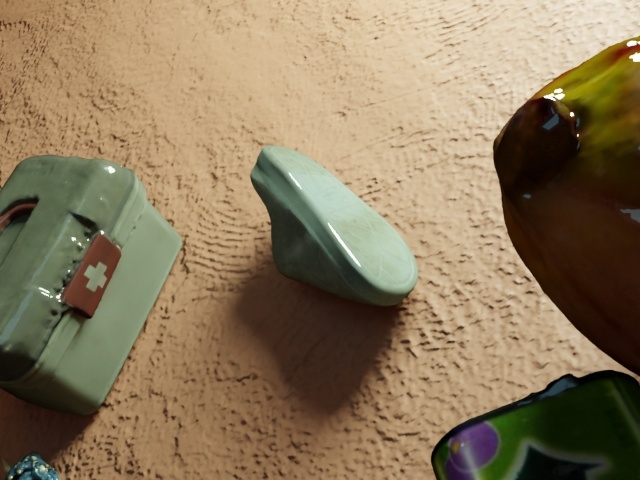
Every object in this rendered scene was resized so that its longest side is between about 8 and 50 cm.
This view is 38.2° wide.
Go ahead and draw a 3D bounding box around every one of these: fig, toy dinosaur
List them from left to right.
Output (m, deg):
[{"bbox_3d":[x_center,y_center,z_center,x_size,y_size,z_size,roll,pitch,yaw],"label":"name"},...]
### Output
[{"bbox_3d":[-0.235,0.207,0.741,0.047,0.030,0.083,-34,45,6],"label":"toy dinosaur"},{"bbox_3d":[0.231,-0.020,0.508,0.263,0.224,0.224,16,65,19],"label":"fig"}]

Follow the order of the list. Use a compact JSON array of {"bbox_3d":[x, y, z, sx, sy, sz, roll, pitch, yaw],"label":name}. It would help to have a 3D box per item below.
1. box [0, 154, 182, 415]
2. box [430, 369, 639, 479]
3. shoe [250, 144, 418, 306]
[{"bbox_3d":[-0.228,0.037,0.799,0.148,0.129,0.210,6,61,34],"label":"box"},{"bbox_3d":[0.162,0.227,0.429,0.134,0.097,0.345,-22,44,4],"label":"box"},{"bbox_3d":[0.000,0.000,0.743,0.195,0.079,0.078,52,126,37],"label":"shoe"}]
